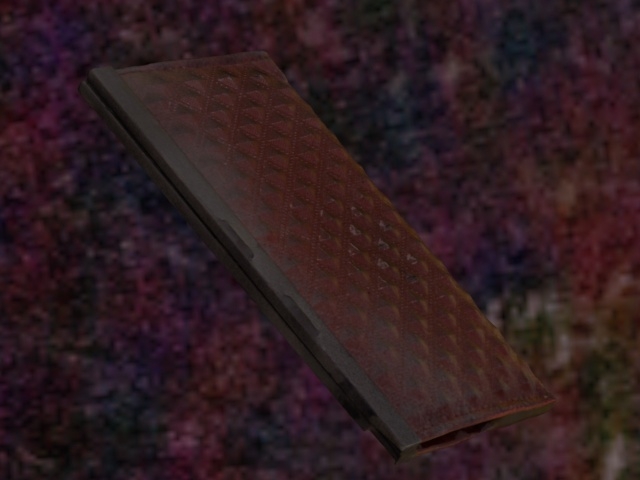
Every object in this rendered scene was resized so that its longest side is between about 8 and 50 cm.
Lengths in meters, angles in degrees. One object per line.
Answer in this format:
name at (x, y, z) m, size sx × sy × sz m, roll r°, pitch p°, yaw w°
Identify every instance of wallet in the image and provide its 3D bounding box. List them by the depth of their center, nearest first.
wallet at (0.000, 0.000, 0.713) m, size 0.103 × 0.020 × 0.196 m, roll -13°, pitch 55°, yaw -48°
